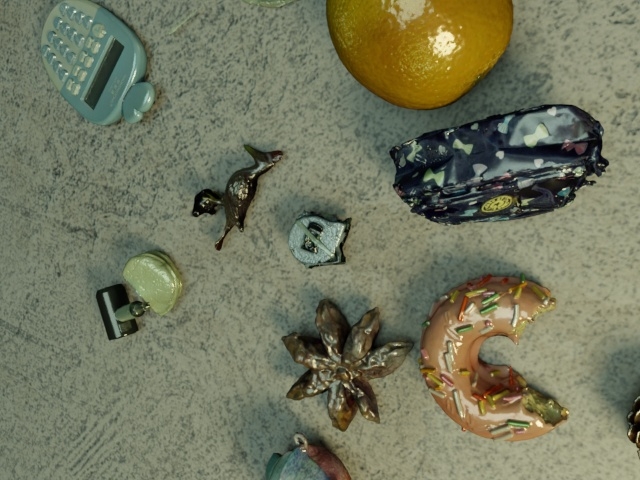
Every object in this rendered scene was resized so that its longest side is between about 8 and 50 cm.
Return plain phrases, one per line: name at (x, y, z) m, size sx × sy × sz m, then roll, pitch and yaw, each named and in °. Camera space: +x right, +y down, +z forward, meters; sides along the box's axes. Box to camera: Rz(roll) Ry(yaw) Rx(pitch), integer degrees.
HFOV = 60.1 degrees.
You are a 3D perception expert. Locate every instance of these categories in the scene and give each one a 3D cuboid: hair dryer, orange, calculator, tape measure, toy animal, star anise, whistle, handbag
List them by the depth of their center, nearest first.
orange at (0.119, -0.280, 0.687) m, size 0.236 × 0.236 × 0.236 m, roll 3°, pitch 97°, yaw 24°
handbag at (0.221, -0.085, 0.700) m, size 0.260 × 0.162 × 0.113 m, roll -10°, pitch 78°, yaw 24°
tape measure at (-0.002, 0.001, 0.862) m, size 0.094 × 0.054 × 0.091 m, roll 8°, pitch 94°, yaw 21°
star anise at (0.025, 0.189, 0.862) m, size 0.197 × 0.073 × 0.212 m, roll 24°, pitch 103°, yaw 17°
whistle at (-0.009, 0.463, 0.891) m, size 0.142 × 0.134 × 0.346 m, roll -4°, pitch 104°, yaw 21°
toy animal at (-0.135, -0.081, 0.917) m, size 0.202 × 0.070 × 0.105 m, roll -43°, pitch 89°, yaw 17°
hair dryer at (-0.344, 0.121, 0.993) m, size 0.198 × 0.057 × 0.100 m, roll -18°, pitch 90°, yaw 50°
calculator at (-0.408, -0.321, 1.011) m, size 0.303 × 0.042 × 0.188 m, roll 42°, pitch 109°, yaw 15°

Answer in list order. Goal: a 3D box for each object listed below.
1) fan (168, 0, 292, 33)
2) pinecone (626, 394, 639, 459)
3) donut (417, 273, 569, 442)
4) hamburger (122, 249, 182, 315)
fan at (-0.133, -0.423, 0.892) m, size 0.310 × 0.010 × 0.182 m, roll -27°, pitch 84°, yaw 21°
pinecone at (0.445, 0.234, 0.656) m, size 0.140 × 0.121 × 0.140 m, roll 4°, pitch 103°, yaw 17°
donut at (0.228, 0.165, 0.764) m, size 0.199 × 0.085 × 0.232 m, roll -8°, pitch 91°, yaw 26°
hamburger at (-0.294, 0.068, 1.003) m, size 0.084 × 0.054 × 0.121 m, roll -40°, pitch 82°, yaw 18°
